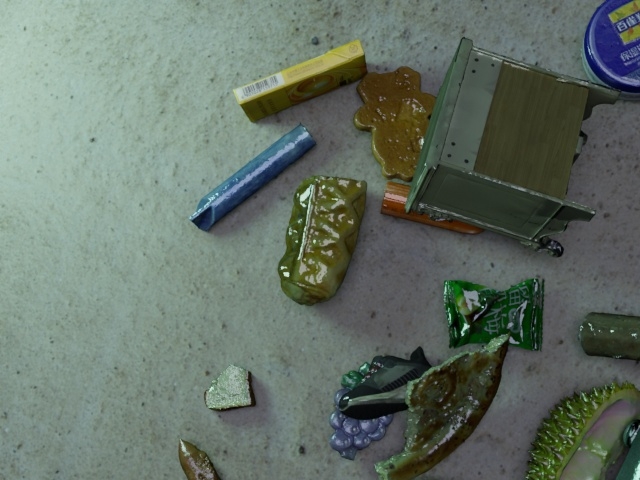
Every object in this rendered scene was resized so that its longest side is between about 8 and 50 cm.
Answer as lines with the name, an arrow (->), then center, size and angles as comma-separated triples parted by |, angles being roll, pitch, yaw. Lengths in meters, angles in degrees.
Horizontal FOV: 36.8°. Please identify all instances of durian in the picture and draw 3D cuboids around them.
durian -> 0.487, 0.405, 1.801 | 0.169, 0.158, 0.351 | 33, 82, -2

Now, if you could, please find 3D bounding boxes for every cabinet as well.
cabinet -> 0.360, -0.168, 1.822 | 0.318, 0.227, 0.290 | 17, 68, 1

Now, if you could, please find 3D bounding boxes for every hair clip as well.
hair clip -> 0.082, 0.339, 1.906 | 0.124, 0.052, 0.195 | 17, 76, -8

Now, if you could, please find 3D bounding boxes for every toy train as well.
toy train -> 0.609, 0.447, 1.793 | 0.105, 0.157, 0.253 | 19, 80, 51

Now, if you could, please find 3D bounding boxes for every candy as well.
candy -> 0.342, 0.142, 1.891 | 0.203, 0.078, 0.141 | 2, 93, -6

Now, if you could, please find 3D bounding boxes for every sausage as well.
sausage -> 0.240, -0.061, 1.933 | 0.234, 0.071, 0.071 | 14, 83, 7

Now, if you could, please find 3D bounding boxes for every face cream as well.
face cream -> 0.629, -0.387, 1.923 | 0.206, 0.111, 0.206 | -1, 80, 6

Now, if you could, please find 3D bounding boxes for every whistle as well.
whistle -> -0.144, -0.130, 1.987 | 0.304, 0.062, 0.062 | -38, 80, -1

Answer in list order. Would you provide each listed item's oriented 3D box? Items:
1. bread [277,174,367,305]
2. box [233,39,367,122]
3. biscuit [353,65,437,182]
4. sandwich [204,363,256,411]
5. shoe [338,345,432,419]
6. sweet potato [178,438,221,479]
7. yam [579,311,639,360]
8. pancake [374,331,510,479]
bread -> 0.000, 0.000, 1.918 | 0.152, 0.130, 0.267 | 6, 80, 47
box -> -0.035, -0.321, 1.959 | 0.269, 0.152, 0.043 | -21, 83, 3
biscuit -> 0.163, -0.238, 1.973 | 0.184, 0.035, 0.248 | -14, 75, -8
sandwich -> -0.186, 0.298, 1.938 | 0.105, 0.036, 0.093 | -12, 81, 5
shoe -> 0.132, 0.275, 1.863 | 0.228, 0.099, 0.112 | -7, 62, -23
sweet potato -> -0.224, 0.481, 1.904 | 0.068, 0.060, 0.206 | -31, 90, 34
yam -> 0.624, 0.186, 1.793 | 0.259, 0.093, 0.093 | 3, 80, 39
pancake -> 0.237, 0.318, 1.825 | 0.197, 0.054, 0.376 | 33, 92, -29
